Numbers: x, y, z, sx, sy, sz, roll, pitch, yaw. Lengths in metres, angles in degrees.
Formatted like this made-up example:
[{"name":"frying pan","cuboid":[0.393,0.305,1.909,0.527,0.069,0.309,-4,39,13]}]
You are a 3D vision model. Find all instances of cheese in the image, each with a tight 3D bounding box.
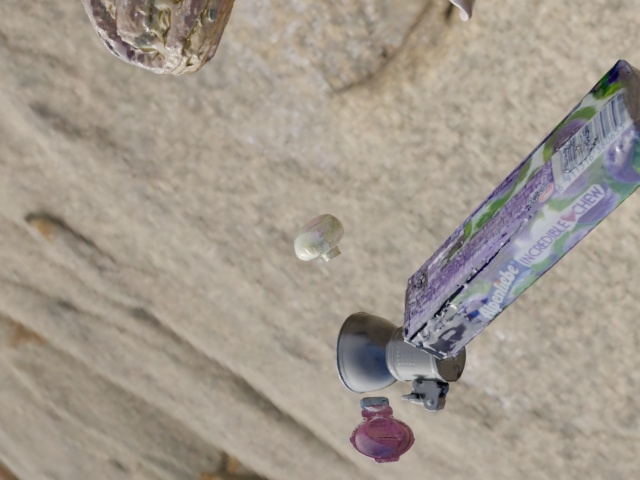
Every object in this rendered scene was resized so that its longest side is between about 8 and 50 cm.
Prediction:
[{"name":"cheese","cuboid":[0.088,0.279,1.778,0.145,0.095,0.038,-100,7,-57]}]

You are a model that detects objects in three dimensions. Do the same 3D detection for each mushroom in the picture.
[{"name":"mushroom","cuboid":[0.000,0.000,1.778,0.067,0.083,0.083,56,158,-2]}]

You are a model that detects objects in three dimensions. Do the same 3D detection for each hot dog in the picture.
[{"name":"hot dog","cuboid":[-0.222,-0.451,1.863,0.267,0.387,0.174,23,-170,13]}]

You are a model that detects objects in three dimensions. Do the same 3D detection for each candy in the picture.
[{"name":"candy","cuboid":[0.173,-0.016,0.993,0.061,0.088,0.312,25,134,-17]}]

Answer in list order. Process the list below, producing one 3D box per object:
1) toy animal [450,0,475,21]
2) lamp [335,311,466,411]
[{"name":"toy animal","cuboid":[0.080,-0.337,1.153,0.149,0.165,0.248,30,-173,38]},{"name":"lamp","cuboid":[0.157,0.204,2.067,0.227,0.172,0.147,-1,174,38]}]
